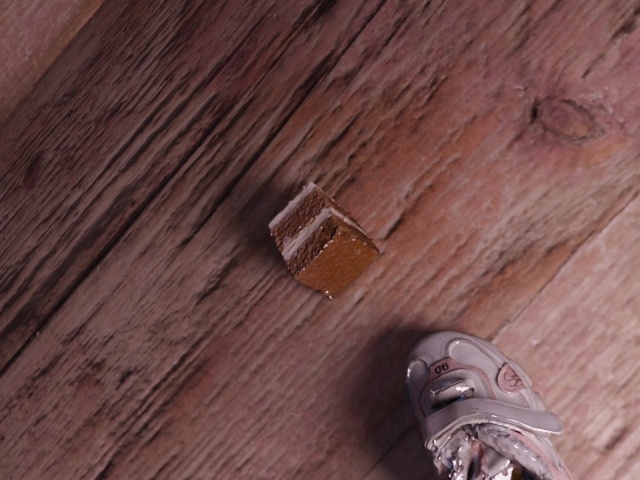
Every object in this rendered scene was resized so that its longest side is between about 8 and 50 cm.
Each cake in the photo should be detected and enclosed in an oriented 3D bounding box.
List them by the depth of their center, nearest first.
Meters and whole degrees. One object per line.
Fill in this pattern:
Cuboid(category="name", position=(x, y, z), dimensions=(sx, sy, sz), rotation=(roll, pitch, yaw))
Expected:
Cuboid(category="cake", position=(0.000, 0.000, 1.139), dimensions=(0.134, 0.135, 0.147), rotation=(-47, 50, 9))

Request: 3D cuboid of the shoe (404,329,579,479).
Cuboid(category="shoe", position=(0.209, 0.245, 0.830), dimensions=(0.171, 0.198, 0.351), rotation=(-39, 52, 8))
